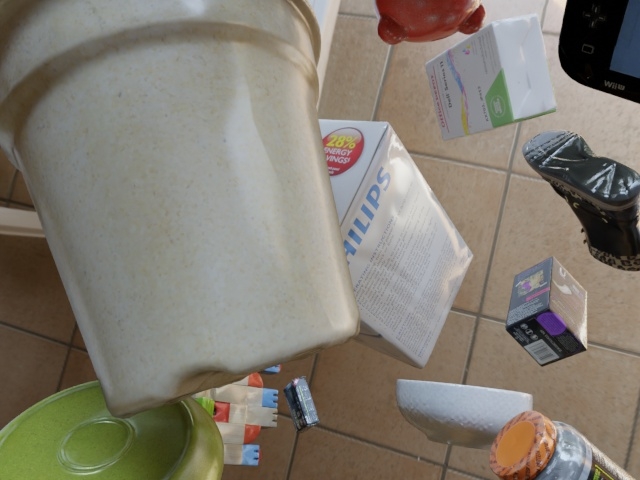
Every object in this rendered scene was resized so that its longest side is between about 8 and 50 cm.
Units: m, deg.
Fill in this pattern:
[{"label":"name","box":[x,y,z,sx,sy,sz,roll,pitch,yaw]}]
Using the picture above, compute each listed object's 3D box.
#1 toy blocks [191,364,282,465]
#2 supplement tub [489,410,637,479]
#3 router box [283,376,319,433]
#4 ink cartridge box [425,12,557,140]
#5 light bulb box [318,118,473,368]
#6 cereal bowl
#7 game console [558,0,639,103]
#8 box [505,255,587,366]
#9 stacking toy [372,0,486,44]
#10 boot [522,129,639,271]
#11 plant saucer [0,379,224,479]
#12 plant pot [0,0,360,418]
[{"label":"toy blocks","box":[-0.232,0.444,1.282,0.190,0.260,0.382,-32,48,46]},{"label":"supplement tub","box":[0.507,0.499,0.948,0.316,0.193,0.194,40,93,1]},{"label":"router box","box":[-0.052,0.427,1.245,0.038,0.092,0.123,-8,61,-26]},{"label":"ink cartridge box","box":[0.364,-0.357,1.128,0.119,0.353,0.207,-17,97,-13]},{"label":"light bulb box","box":[0.000,0.000,0.783,0.357,0.361,0.226,15,72,40]},{"label":"cereal bowl","box":[0.358,0.441,1.214,0.338,0.339,0.141,2,72,13]},{"label":"game console","box":[0.304,-0.078,0.275,0.043,0.213,0.361,-28,47,-26]},{"label":"box","box":[0.655,0.199,1.384,0.165,0.270,0.143,46,130,-4]},{"label":"stacking toy","box":[0.192,-0.257,0.451,0.308,0.279,0.131,-6,99,12]},{"label":"boot","box":[0.676,-0.107,1.218,0.138,0.284,0.377,-36,32,6]},{"label":"plant saucer","box":[-0.216,0.208,0.467,0.240,0.241,0.037,10,114,14]},{"label":"plant pot","box":[-0.111,-0.021,0.452,0.333,0.334,0.306,-21,77,9]}]
